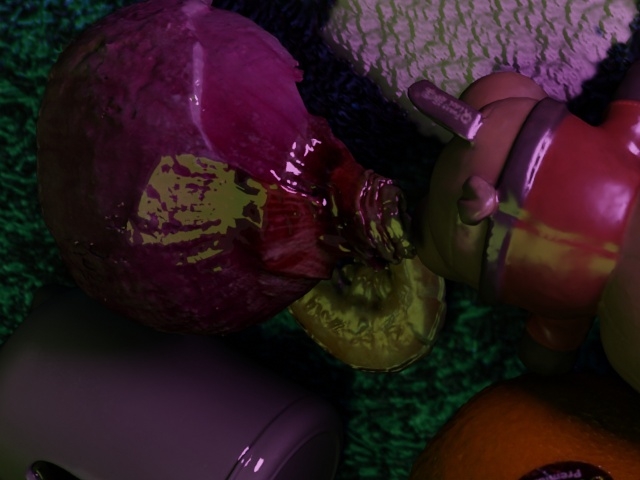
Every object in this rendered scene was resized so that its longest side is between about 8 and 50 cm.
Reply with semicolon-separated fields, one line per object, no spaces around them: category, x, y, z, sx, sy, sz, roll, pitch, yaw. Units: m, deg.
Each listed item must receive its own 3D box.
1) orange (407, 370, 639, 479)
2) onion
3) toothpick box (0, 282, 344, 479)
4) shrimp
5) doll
orange;0.188;0.227;1.224;0.274;0.274;0.274;19;128;26
onion;-0.097;-0.039;1.254;0.349;0.159;0.267;15;115;52
toothpick box;-0.153;0.156;1.479;0.316;0.229;0.229;28;132;21
shrimp;0.001;0.000;1.366;0.251;0.052;0.143;40;119;7
doll;0.207;-0.003;1.115;0.330;0.174;0.235;21;97;19
